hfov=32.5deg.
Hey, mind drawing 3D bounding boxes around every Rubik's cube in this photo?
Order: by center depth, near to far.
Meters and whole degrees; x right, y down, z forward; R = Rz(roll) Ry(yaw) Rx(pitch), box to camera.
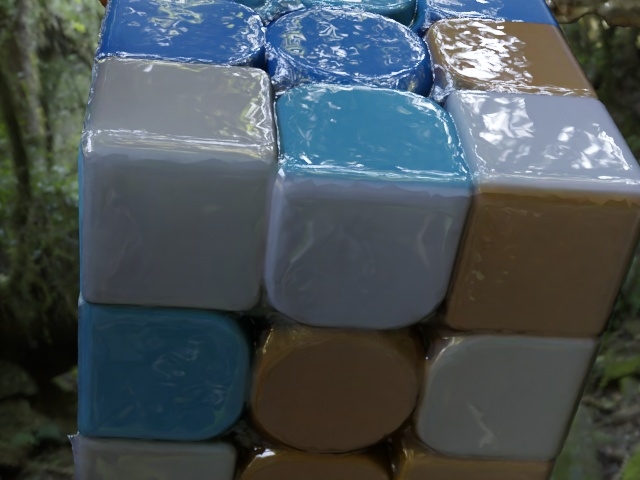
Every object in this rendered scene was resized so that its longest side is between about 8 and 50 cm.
[{"bbox_3d":[0.000,0.000,0.837,0.344,0.347,0.346,4,36,-8],"label":"Rubik's cube"}]

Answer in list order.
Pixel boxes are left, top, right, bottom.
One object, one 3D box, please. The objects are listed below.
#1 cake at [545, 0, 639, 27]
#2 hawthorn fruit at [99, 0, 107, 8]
[{"bbox_3d":[0.354,-0.391,1.080,0.293,0.314,0.306,8,-54,-9],"label":"cake"},{"bbox_3d":[-0.206,-0.419,1.476,0.224,0.261,0.224,15,13,-4],"label":"hawthorn fruit"}]
